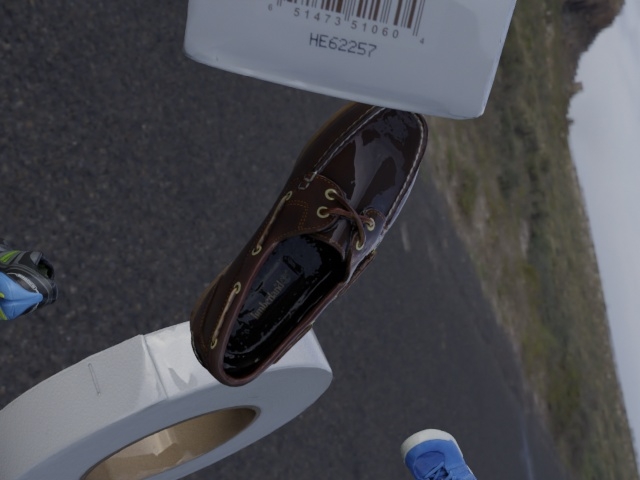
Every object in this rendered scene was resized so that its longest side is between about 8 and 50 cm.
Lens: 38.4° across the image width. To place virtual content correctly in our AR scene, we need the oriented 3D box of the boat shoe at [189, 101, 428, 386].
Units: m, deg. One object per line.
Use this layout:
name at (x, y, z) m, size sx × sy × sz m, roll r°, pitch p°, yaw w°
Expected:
boat shoe at (0.000, 0.000, 0.552) m, size 0.073 × 0.207 × 0.073 m, roll 35°, pitch -1°, yaw -17°

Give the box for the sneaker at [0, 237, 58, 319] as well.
sneaker at (-0.344, 0.042, 1.041) m, size 0.188 × 0.078 × 0.067 m, roll 27°, pitch -61°, yaw 55°

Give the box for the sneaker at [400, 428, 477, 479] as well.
sneaker at (0.138, 0.260, 0.948) m, size 0.152 × 0.058 × 0.085 m, roll 55°, pitch 6°, yaw -42°

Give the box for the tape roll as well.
tape roll at (-0.173, 0.195, 1.001) m, size 0.072 × 0.392 × 0.392 m, roll 65°, pitch 11°, yaw 20°

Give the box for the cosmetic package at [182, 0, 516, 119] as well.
cosmetic package at (0.024, -0.136, 0.412) m, size 0.231 × 0.117 × 0.086 m, roll -71°, pitch 174°, yaw -64°
